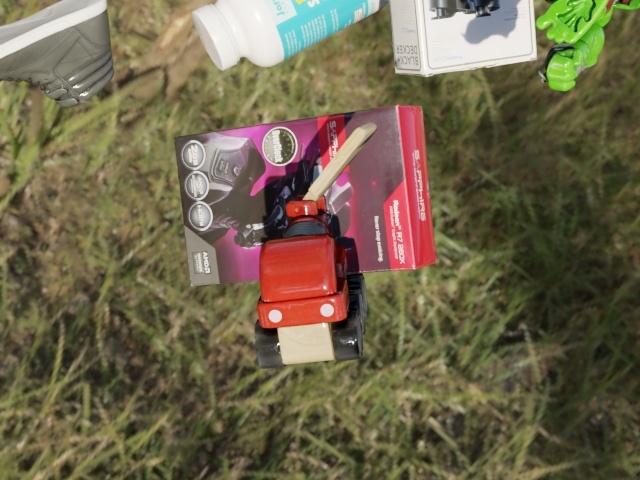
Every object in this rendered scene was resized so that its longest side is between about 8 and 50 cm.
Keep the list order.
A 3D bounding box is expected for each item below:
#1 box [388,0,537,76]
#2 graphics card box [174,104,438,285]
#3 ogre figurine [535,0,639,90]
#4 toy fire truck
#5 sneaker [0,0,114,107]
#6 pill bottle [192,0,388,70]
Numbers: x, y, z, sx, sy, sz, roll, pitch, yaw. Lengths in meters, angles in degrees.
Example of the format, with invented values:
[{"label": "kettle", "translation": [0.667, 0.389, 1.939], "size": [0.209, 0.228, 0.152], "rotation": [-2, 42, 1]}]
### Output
[{"label": "box", "translation": [0.168, -0.358, 1.371], "size": [0.169, 0.290, 0.087], "rotation": [-13, 14, -20]}, {"label": "graphics card box", "translation": [-0.027, -0.061, 1.609], "size": [0.094, 0.370, 0.233], "rotation": [-12, 97, -64]}, {"label": "ogre figurine", "translation": [0.237, -0.226, 0.977], "size": [0.118, 0.096, 0.197], "rotation": [9, 74, -70]}, {"label": "toy fire truck", "translation": [0.000, 0.000, 1.282], "size": [0.158, 0.246, 0.217], "rotation": [-7, 14, 7]}, {"label": "sneaker", "translation": [-0.431, -0.246, 1.630], "size": [0.295, 0.147, 0.104], "rotation": [-28, 35, -21]}, {"label": "pill bottle", "translation": [-0.044, -0.339, 1.551], "size": [0.264, 0.146, 0.146], "rotation": [-30, 60, -10]}]
